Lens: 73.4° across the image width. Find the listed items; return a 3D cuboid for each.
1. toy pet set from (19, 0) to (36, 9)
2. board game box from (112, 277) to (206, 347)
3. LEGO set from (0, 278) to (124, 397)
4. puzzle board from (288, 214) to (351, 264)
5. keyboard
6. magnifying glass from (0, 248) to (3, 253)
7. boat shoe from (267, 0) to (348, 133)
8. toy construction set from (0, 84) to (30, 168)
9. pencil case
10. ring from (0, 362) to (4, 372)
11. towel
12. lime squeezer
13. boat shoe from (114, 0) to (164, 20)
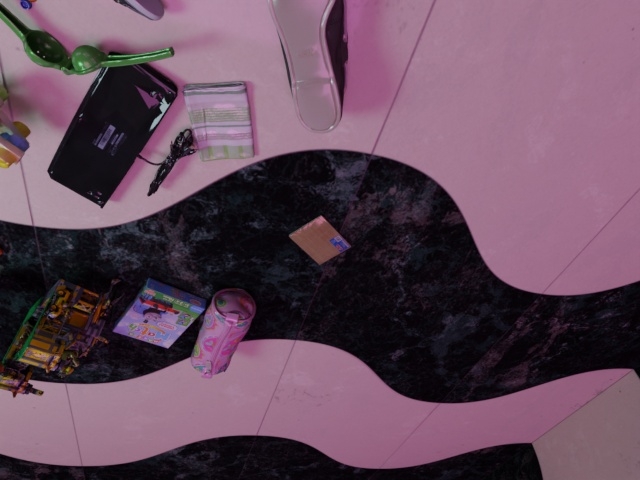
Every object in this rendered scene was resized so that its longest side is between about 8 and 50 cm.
[{"bbox_3d":[-0.432,-0.390,0.578,0.114,0.065,0.122,-30,130,19],"label":"toy pet set"},{"bbox_3d":[-0.429,0.199,1.142,0.160,0.039,0.211,28,125,-29],"label":"board game box"},{"bbox_3d":[-0.602,0.247,1.027,0.192,0.255,0.331,33,125,-31],"label":"LEGO set"},{"bbox_3d":[0.000,0.000,1.031,0.096,0.011,0.128,-31,129,19],"label":"puzzle board"},{"bbox_3d":[-0.361,-0.176,0.809,0.201,0.033,0.317,35,121,-24],"label":"keyboard"},{"bbox_3d":[-0.758,-0.048,0.885,0.092,0.026,0.231,-17,131,9],"label":"magnifying glass"},{"bbox_3d":[-0.013,-0.339,0.677,0.112,0.096,0.335,1,129,10],"label":"boat shoe"},{"bbox_3d":[-0.598,-0.252,0.627,0.215,0.151,0.328,3,129,24],"label":"toy construction set"},{"bbox_3d":[-0.267,0.254,1.159,0.124,0.124,0.284,15,128,-20],"label":"pencil case"},{"bbox_3d":[-0.789,0.257,0.985,0.032,0.337,0.336,-1,142,-50],"label":"ring"},{"bbox_3d":[-0.185,-0.216,0.800,0.113,0.023,0.152,-4,133,-3],"label":"towel"},{"bbox_3d":[-0.385,-0.308,0.661,0.310,0.059,0.110,18,125,-13],"label":"lime squeezer"},{"bbox_3d":[-0.299,-0.374,0.628,0.142,0.049,0.040,34,139,-30],"label":"boat shoe"}]
